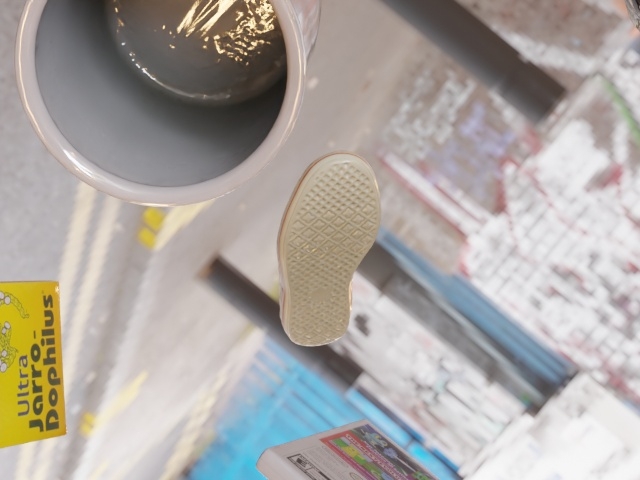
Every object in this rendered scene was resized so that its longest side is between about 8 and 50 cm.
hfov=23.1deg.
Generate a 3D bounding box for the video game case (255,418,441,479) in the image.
[{"bbox_3d":[0.067,0.219,1.228,0.023,0.201,0.183,-58,159,16],"label":"video game case"}]

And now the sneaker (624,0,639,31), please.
[{"bbox_3d":[0.420,-0.261,1.849,0.079,0.217,0.121,-26,146,4],"label":"sneaker"}]

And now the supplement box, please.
[{"bbox_3d":[-0.506,0.152,1.869,0.195,0.357,0.194,-1,88,-66],"label":"supplement box"}]

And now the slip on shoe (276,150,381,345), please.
[{"bbox_3d":[0.000,0.000,1.923,0.331,0.123,0.101,98,-16,-52],"label":"slip on shoe"}]

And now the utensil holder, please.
[{"bbox_3d":[-0.165,-0.255,1.899,0.327,0.327,0.385,-52,-171,19],"label":"utensil holder"}]
